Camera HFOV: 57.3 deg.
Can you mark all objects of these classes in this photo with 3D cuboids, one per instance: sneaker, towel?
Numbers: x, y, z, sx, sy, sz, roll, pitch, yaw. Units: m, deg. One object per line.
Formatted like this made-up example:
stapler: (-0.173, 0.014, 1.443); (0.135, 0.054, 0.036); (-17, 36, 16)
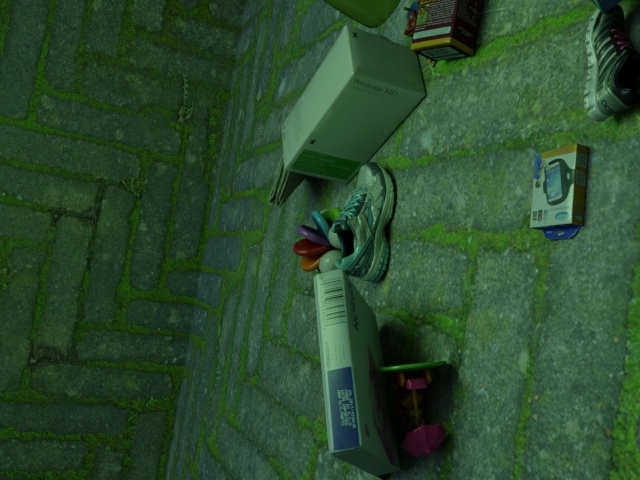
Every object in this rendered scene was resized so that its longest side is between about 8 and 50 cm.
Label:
sneaker: (0.092, -0.052, 1.330); (0.110, 0.122, 0.283); (-26, 57, 60)
towel: (-0.071, -0.221, 1.681); (0.282, 0.049, 0.187); (-57, -11, -61)
sneaker: (0.410, -0.250, 0.802); (0.075, 0.063, 0.170); (-6, 73, 57)

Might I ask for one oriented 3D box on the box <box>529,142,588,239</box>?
box: (0.357, -0.071, 0.882); (0.081, 0.028, 0.136); (-9, 70, 64)

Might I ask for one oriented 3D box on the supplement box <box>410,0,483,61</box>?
supplement box: (0.257, -0.463, 1.163); (0.104, 0.081, 0.188); (11, 90, 49)

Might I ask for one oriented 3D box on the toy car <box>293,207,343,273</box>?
toy car: (0.000, 0.000, 1.490); (0.159, 0.136, 0.182); (45, 121, 61)

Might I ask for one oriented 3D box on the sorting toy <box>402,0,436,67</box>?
sorting toy: (0.229, -0.511, 1.311); (0.132, 0.046, 0.274); (-50, 38, 47)

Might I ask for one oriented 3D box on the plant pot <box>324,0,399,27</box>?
plant pot: (0.045, -0.724, 1.493); (0.275, 0.294, 0.274); (-37, 48, 56)

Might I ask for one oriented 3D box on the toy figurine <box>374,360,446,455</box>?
toy figurine: (0.169, 0.306, 1.063); (0.173, 0.130, 0.159); (109, 155, -76)

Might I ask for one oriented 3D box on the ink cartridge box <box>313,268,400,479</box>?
ink cartridge box: (0.084, 0.267, 1.124); (0.071, 0.330, 0.324); (-16, 57, 16)

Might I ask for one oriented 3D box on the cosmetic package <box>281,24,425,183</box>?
cosmetic package: (0.063, -0.310, 1.411); (0.365, 0.197, 0.155); (133, 139, -52)

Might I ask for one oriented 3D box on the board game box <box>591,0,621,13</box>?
board game box: (0.412, -0.424, 0.831); (0.136, 0.035, 0.201); (-35, 45, 23)
